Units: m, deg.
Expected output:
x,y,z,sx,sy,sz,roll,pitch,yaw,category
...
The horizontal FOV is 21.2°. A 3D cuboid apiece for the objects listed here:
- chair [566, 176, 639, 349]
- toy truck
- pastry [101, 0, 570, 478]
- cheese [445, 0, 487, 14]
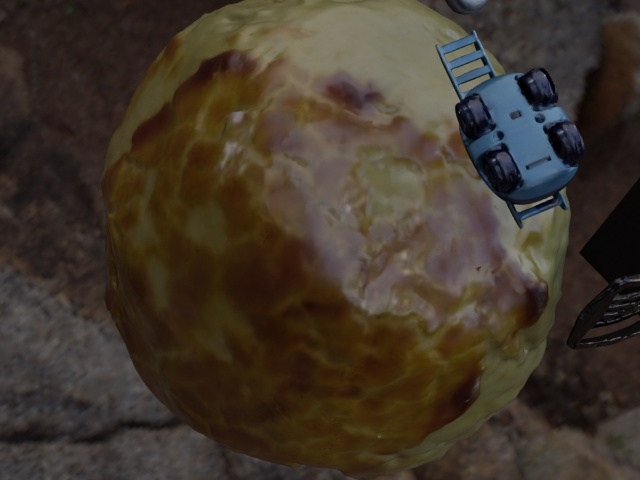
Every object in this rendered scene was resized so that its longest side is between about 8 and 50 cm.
x,y,z,sx,sy,sz,roll,pitch,yaw,category
0.234,0.015,1.272,0.212,0.084,0.101,-2,46,-44,chair
0.108,-0.079,1.030,0.063,0.074,0.136,-21,69,-4,toy truck
0.000,0.000,1.307,0.313,0.388,0.388,-19,78,-58,pastry
0.037,-0.270,1.066,0.163,0.082,0.286,-43,112,-19,cheese
